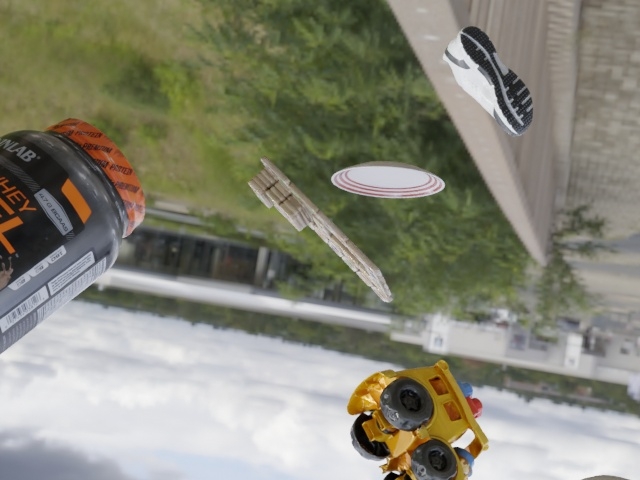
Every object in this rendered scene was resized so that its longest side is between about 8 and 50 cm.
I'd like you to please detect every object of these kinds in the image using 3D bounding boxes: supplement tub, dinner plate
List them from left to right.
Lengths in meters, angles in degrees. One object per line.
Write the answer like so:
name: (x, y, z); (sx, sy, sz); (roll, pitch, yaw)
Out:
supplement tub: (-0.380, 0.009, 1.152); (0.207, 0.207, 0.338); (5, -142, 44)
dinner plate: (0.084, -0.077, 1.232); (0.141, 0.017, 0.141); (5, 167, 1)

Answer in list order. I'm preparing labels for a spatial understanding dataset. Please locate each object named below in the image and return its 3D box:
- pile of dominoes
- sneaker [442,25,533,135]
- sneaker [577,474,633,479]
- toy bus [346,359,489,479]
pile of dominoes: (0.000, 0.000, 1.363); (0.251, 0.040, 0.196); (46, 175, 24)
sneaker: (0.152, -0.141, 0.896); (0.040, 0.109, 0.043); (-35, -175, -28)
sneaker: (0.301, 0.211, 0.739); (0.232, 0.090, 0.115); (-6, 175, -23)
toy bus: (0.176, 0.295, 1.496); (0.211, 0.220, 0.149); (-10, 151, -33)
